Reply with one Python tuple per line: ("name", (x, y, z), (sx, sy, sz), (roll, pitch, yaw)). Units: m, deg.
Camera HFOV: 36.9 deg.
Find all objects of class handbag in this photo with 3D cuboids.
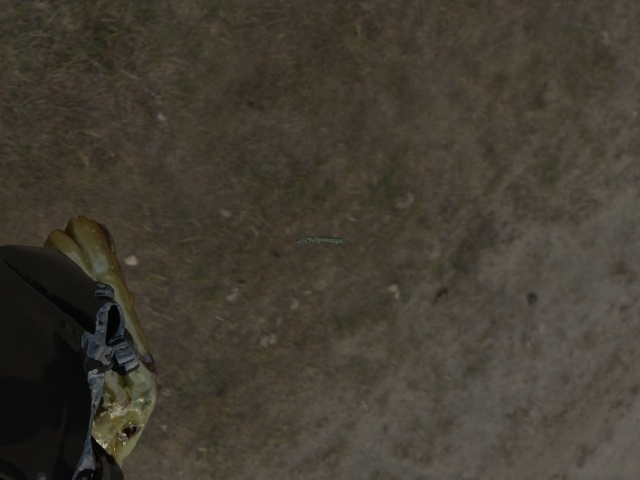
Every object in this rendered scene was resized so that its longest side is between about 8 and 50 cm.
("handbag", (-0.301, 0.164, 1.086), (0.113, 0.257, 0.285), (5, 100, -42))

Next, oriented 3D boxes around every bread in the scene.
("bread", (-0.356, 0.156, 1.351), (0.167, 0.277, 0.324), (-8, 59, -28))

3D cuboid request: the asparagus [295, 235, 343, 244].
("asparagus", (0.000, 0.000, 1.563), (0.114, 0.014, 0.015), (3, 124, -52))
